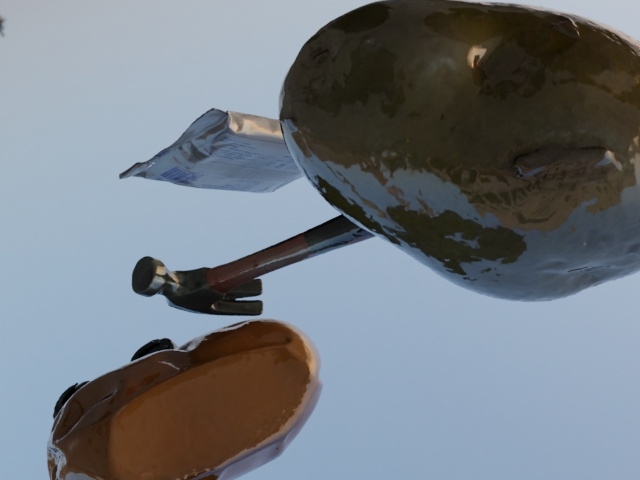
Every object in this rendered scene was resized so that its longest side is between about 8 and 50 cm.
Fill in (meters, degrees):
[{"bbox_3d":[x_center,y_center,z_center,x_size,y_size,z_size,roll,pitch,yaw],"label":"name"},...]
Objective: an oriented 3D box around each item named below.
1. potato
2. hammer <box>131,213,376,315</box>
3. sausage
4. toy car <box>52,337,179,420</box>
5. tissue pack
[{"bbox_3d":[0.091,-0.051,0.491,0.178,0.235,0.160,-35,-134,55],"label":"potato"},{"bbox_3d":[0.000,-0.001,0.689,0.288,0.111,0.033,-22,-119,29],"label":"hammer"},{"bbox_3d":[-0.103,0.143,0.748,0.241,0.120,0.136,-20,178,-26],"label":"sausage"},{"bbox_3d":[-0.231,0.271,1.261,0.255,0.188,0.190,-28,-146,-1],"label":"toy car"},{"bbox_3d":[-0.059,-0.070,0.794,0.123,0.026,0.193,-26,161,37],"label":"tissue pack"}]
